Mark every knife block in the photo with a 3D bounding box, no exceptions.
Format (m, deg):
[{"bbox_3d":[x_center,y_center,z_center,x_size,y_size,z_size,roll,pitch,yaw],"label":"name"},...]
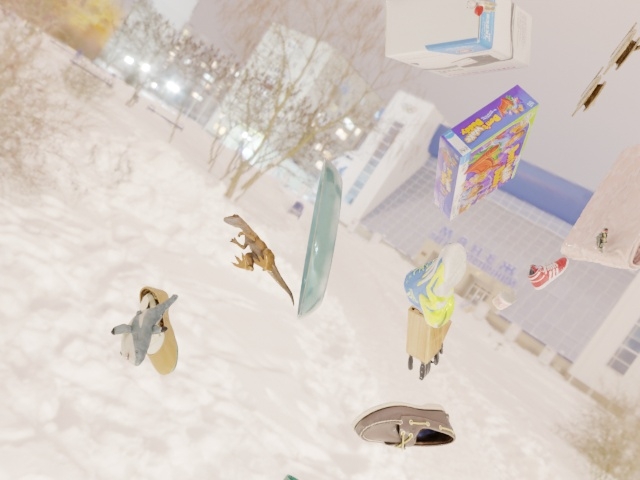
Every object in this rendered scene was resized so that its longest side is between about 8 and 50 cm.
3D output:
[{"bbox_3d":[0.345,0.358,1.928,0.088,0.242,0.276,24,0,33],"label":"knife block"}]

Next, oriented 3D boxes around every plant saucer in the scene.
[{"bbox_3d":[0.000,0.000,1.101,0.044,0.317,0.317,10,5,-4],"label":"plant saucer"}]

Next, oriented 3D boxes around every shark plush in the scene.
[{"bbox_3d":[-0.318,0.167,1.062,0.067,0.073,0.161,16,33,19],"label":"shark plush"}]

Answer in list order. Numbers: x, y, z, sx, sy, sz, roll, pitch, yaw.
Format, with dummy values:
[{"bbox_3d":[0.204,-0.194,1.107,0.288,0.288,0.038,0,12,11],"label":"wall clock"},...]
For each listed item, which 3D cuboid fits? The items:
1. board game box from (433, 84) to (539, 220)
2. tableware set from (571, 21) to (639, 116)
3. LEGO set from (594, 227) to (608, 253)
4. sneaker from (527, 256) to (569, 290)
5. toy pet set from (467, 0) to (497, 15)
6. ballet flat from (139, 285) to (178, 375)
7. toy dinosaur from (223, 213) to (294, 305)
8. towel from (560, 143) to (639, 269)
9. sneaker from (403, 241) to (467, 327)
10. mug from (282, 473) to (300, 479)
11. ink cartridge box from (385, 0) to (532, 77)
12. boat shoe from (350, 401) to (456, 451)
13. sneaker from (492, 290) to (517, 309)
[{"bbox_3d":[0.415,-0.213,1.465,0.078,0.233,0.347,53,-7,23],"label":"board game box"},{"bbox_3d":[0.605,-0.345,1.178,0.039,0.194,0.128,33,47,9],"label":"tableware set"},{"bbox_3d":[0.585,-0.005,1.180,0.023,0.054,0.083,6,-27,25],"label":"LEGO set"},{"bbox_3d":[0.613,0.074,1.527,0.067,0.118,0.042,46,1,-21],"label":"sneaker"},{"bbox_3d":[0.259,-0.417,0.862,0.114,0.122,0.065,-24,49,-40],"label":"toy pet set"},{"bbox_3d":[-0.376,0.198,1.273,0.073,0.080,0.232,43,16,-45],"label":"ballet flat"},{"bbox_3d":[-0.099,0.036,1.015,0.211,0.064,0.112,57,18,-3],"label":"toy dinosaur"},{"bbox_3d":[0.695,-0.084,1.265,0.053,0.317,0.332,31,3,1],"label":"towel"},{"bbox_3d":[0.234,0.082,1.226,0.091,0.240,0.126,-29,50,-33],"label":"sneaker"},{"bbox_3d":[-0.064,0.671,1.421,0.129,0.097,0.157,33,-12,16],"label":"mug"},{"bbox_3d":[0.319,-0.466,1.283,0.223,0.129,0.307,4,7,38],"label":"ink cartridge box"},{"bbox_3d":[0.228,0.500,1.497,0.324,0.116,0.096,12,33,-35],"label":"boat shoe"},{"bbox_3d":[0.589,0.199,1.841,0.134,0.070,0.051,6,55,-55],"label":"sneaker"}]
